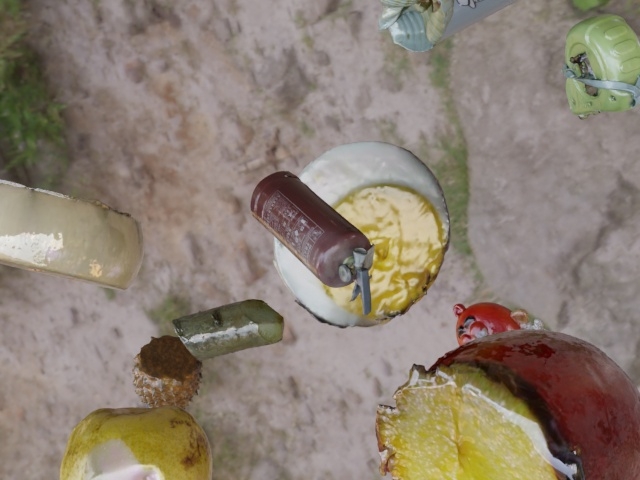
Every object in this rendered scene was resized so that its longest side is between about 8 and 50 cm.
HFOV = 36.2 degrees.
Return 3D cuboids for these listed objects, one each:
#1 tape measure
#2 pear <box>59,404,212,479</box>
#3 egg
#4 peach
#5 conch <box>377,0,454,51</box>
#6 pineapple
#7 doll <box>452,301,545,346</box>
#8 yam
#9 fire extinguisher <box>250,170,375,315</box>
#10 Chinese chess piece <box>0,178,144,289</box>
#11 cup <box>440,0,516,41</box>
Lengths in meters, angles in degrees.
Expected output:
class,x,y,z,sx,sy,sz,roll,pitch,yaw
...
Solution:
class,x,y,z,sx,sy,sz,roll,pitch,yaw
tape measure,0.421,-0.258,1.460,0.177,0.087,0.154,-158,50,-75
pear,-0.202,0.267,1.085,0.178,0.178,0.178,28,130,39
egg,0.064,-0.009,1.779,0.201,0.337,0.337,179,68,-83
peach,0.262,0.289,1.306,0.339,0.353,0.416,22,166,30
conch,0.137,-0.346,1.377,0.135,0.102,0.153,43,166,20
pineapple,-0.259,0.272,1.607,0.130,0.119,0.277,23,135,13
doll,0.328,0.184,1.740,0.217,0.085,0.183,42,128,-1
yam,-0.122,0.118,1.324,0.070,0.146,0.070,166,90,-90
fire extinguisher,0.000,0.000,1.438,0.269,0.104,0.105,41,139,44
Chinese chess piece,-0.485,-0.008,1.759,0.338,0.338,0.141,5,78,50
cup,0.287,-0.501,1.697,0.312,0.205,0.206,-23,92,32
